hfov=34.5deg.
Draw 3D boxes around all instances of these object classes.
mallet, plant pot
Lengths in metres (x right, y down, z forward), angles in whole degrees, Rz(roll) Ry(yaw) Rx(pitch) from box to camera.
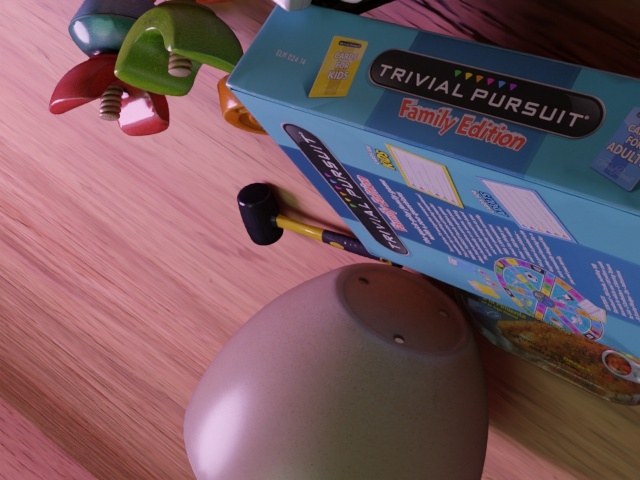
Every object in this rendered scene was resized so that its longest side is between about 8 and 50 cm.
[{"bbox_3d":[0.000,0.000,1.013,0.190,0.039,0.062,23,145,25],"label":"mallet"},{"bbox_3d":[0.040,0.134,0.938,0.284,0.284,0.191,34,121,17],"label":"plant pot"}]

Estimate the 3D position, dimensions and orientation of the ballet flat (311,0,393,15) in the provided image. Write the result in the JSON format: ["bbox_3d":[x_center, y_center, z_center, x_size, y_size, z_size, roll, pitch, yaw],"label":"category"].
[{"bbox_3d":[0.077,-0.187,0.609,0.095,0.096,0.280,53,149,-15],"label":"ballet flat"}]

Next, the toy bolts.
[{"bbox_3d":[-0.106,-0.183,0.859,0.228,0.158,0.218,-7,164,43],"label":"toy bolts"}]

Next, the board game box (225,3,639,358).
[{"bbox_3d":[0.135,-0.026,0.679,0.336,0.079,0.254,22,165,35],"label":"board game box"}]

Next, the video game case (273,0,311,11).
[{"bbox_3d":[-0.064,-0.278,0.647,0.212,0.023,0.193,43,138,30],"label":"video game case"}]

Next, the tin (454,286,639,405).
[{"bbox_3d":[0.199,0.067,0.846,0.190,0.040,0.106,26,150,29],"label":"tin"}]
